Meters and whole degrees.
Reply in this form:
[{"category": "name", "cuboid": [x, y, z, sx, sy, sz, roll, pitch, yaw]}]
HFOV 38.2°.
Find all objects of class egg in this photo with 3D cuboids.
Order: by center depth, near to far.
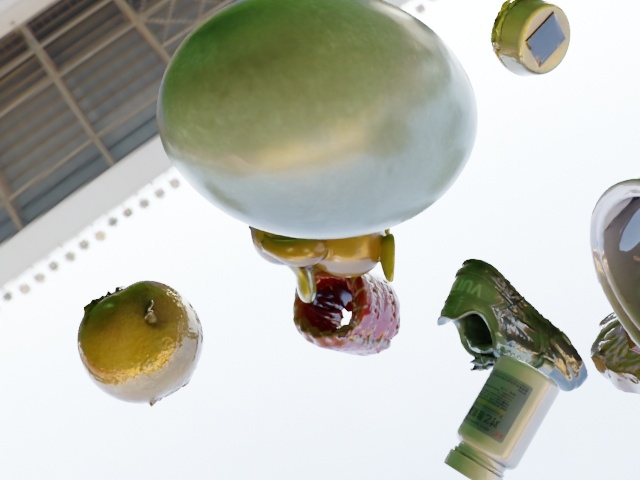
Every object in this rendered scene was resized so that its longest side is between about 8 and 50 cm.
[{"category": "egg", "cuboid": [0.004, -0.127, 0.951, 0.259, 0.352, 0.258, -8, -100, 50]}]

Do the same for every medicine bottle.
[{"category": "medicine bottle", "cuboid": [0.266, 0.271, 1.368, 0.103, 0.103, 0.186, 25, -100, 48]}]

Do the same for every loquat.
[{"category": "loquat", "cuboid": [-0.195, 0.111, 1.008, 0.141, 0.141, 0.141, -20, -141, 17]}]

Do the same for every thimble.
[{"category": "thimble", "cuboid": [0.046, 0.125, 1.701, 0.190, 0.125, 0.163, 16, -94, 47]}]

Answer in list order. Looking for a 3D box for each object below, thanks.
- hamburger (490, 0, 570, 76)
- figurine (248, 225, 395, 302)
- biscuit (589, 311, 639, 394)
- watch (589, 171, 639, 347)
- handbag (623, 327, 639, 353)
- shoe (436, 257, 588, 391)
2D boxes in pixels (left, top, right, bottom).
[{"category": "hamburger", "cuboid": [0.331, -0.330, 1.479, 0.081, 0.141, 0.126, 29, -91, 52]}, {"category": "figurine", "cuboid": [0.007, -0.006, 1.563, 0.228, 0.215, 0.215, -21, -142, 8]}, {"category": "biscuit", "cuboid": [0.596, 0.115, 1.431, 0.365, 0.062, 0.385, -28, -171, 4]}, {"category": "watch", "cuboid": [0.350, 0.009, 0.732, 0.196, 0.244, 0.231, -26, -119, -16]}, {"category": "handbag", "cuboid": [0.487, 0.059, 1.237, 0.190, 0.063, 0.127, -43, -144, 39]}, {"category": "shoe", "cuboid": [0.303, 0.176, 1.515, 0.149, 0.293, 0.109, -49, -169, -26]}]
